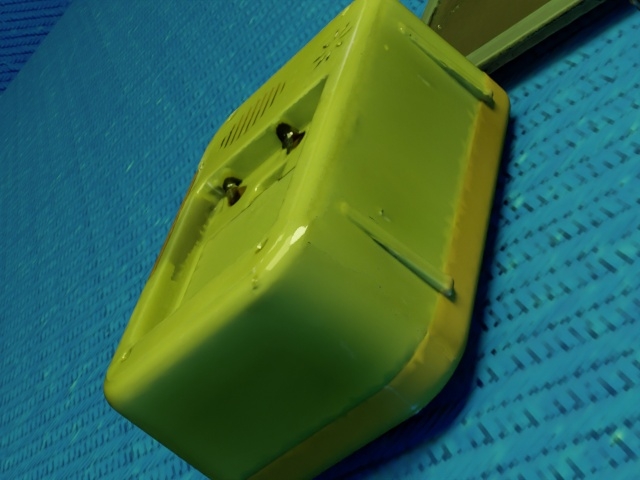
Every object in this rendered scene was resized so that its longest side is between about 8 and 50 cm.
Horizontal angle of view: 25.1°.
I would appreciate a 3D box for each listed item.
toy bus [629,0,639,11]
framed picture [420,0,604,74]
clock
[{"bbox_3d":[0.171,-0.129,0.532,0.131,0.037,0.052,-43,17,31],"label":"toy bus"},{"bbox_3d":[0.143,-0.195,0.739,0.232,0.019,0.296,-30,29,48],"label":"framed picture"},{"bbox_3d":[0.000,0.000,0.612,0.143,0.096,0.202,-41,21,38],"label":"clock"}]
